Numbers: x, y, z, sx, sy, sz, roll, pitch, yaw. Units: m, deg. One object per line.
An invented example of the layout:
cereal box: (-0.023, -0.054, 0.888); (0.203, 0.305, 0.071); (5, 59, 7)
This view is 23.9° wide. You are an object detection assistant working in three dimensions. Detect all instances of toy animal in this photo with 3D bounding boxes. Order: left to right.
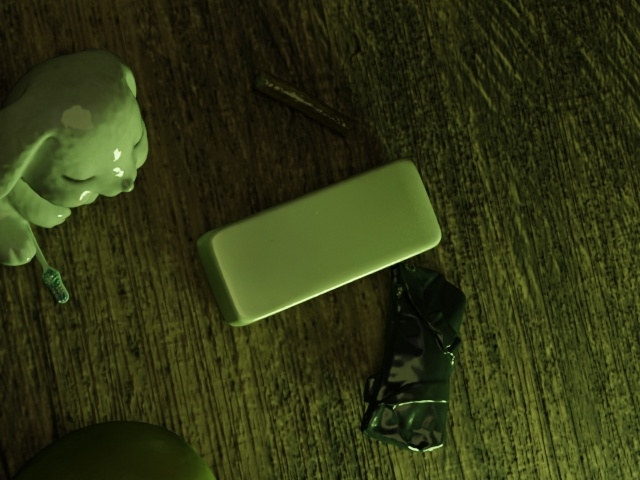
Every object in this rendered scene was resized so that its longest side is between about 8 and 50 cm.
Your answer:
toy animal: (-0.310, -0.118, 1.754); (0.271, 0.265, 0.206); (-38, 94, -30)

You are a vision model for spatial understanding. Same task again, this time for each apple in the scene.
apple: (-0.239, 0.354, 1.750); (0.254, 0.292, 0.292); (-11, 88, -31)

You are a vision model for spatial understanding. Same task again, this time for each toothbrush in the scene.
toothbrush: (-0.389, -0.057, 1.864); (0.030, 0.030, 0.304); (-29, 92, -21)

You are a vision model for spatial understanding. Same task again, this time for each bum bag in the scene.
bum bag: (0.129, 0.156, 2.010); (0.123, 0.060, 0.248); (16, 78, -17)

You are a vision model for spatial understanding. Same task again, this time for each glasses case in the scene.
glasses case: (0.000, 0.000, 1.974); (0.312, 0.070, 0.131); (-22, 92, -21)

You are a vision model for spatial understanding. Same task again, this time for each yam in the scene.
yam: (-0.021, -0.182, 2.009); (0.145, 0.032, 0.032); (28, 75, -16)
